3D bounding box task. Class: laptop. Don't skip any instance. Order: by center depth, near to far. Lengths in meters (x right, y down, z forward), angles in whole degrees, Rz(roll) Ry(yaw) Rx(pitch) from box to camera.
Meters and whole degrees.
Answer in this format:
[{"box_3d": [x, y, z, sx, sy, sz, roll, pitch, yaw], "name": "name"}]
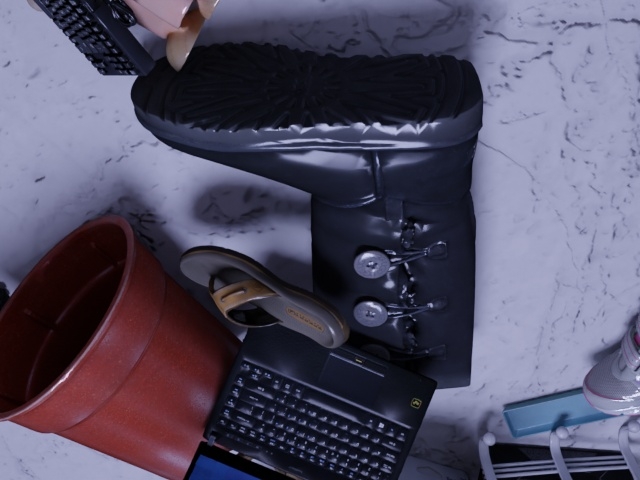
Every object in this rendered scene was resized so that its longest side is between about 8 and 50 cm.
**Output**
[{"box_3d": [-0.016, 0.241, 0.878, 0.234, 0.136, 0.264, 23, 88, -2], "name": "laptop"}]

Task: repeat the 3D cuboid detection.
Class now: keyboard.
[{"box_3d": [-0.226, -0.219, 0.743, 0.108, 0.023, 0.180, 3, 149, 32], "name": "keyboard"}]

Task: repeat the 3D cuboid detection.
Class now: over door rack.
[{"box_3d": [0.361, 0.388, 1.054, 0.240, 0.324, 0.108, -3, 138, -4], "name": "over door rack"}]

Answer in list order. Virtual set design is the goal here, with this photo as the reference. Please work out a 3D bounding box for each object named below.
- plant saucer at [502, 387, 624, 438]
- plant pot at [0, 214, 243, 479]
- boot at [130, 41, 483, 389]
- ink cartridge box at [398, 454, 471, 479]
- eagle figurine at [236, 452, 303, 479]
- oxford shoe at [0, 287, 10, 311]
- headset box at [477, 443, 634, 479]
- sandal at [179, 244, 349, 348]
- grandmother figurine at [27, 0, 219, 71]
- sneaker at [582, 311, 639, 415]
[{"box_3d": [0.363, 0.242, 1.156, 0.192, 0.018, 0.067, -17, 124, 15], "name": "plant saucer"}, {"box_3d": [-0.232, 0.154, 0.994, 0.273, 0.272, 0.265, -30, 128, 24], "name": "plant pot"}, {"box_3d": [0.002, 0.001, 0.936, 0.367, 0.146, 0.445, 8, 139, 15], "name": "boot"}, {"box_3d": [0.131, 0.446, 1.283, 0.153, 0.086, 0.208, 19, 125, -11], "name": "ink cartridge box"}, {"box_3d": [-0.018, 0.320, 1.100, 0.227, 0.225, 0.298, -17, 130, -8], "name": "eagle figurine"}, {"box_3d": [-0.478, 0.051, 1.028, 0.096, 0.082, 0.227, 0, 126, 10], "name": "oxford shoe"}, {"box_3d": [0.350, 0.461, 1.265, 0.218, 0.110, 0.293, 3, 127, 2], "name": "headset box"}, {"box_3d": [-0.073, 0.071, 0.894, 0.219, 0.060, 0.090, 28, 151, 15], "name": "sandal"}, {"box_3d": [-0.251, -0.303, 0.733, 0.343, 0.104, 0.207, 26, 119, -18], "name": "grandmother figurine"}, {"box_3d": [0.434, 0.124, 1.017, 0.252, 0.103, 0.111, -40, 114, 19], "name": "sneaker"}]
